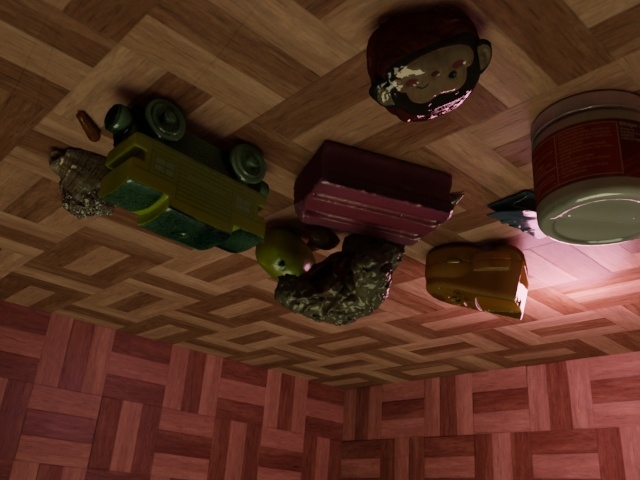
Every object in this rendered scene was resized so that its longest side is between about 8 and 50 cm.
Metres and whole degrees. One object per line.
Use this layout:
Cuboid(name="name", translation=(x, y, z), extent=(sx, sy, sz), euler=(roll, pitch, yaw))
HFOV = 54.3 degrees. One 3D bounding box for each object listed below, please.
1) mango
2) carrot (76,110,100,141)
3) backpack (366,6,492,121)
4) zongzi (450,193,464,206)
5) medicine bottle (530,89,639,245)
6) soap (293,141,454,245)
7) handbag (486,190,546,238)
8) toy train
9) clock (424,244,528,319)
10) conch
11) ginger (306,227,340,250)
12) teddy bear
Cuboid(name="mango", translation=(-0.097, 0.060, 1.932), extent=(0.185, 0.149, 0.273), euler=(35, 174, 26))
Cuboid(name="carrot", translation=(-0.542, -0.264, 1.459), extent=(0.032, 0.032, 0.093), euler=(1, 151, 6))
Cuboid(name="backpack", translation=(0.188, -0.306, 1.127), extent=(0.229, 0.139, 0.229), euler=(-11, 149, -7))
Cuboid(name="zongzi", translation=(0.355, -0.100, 1.680), extent=(0.083, 0.040, 0.076), euler=(-23, 155, 15))
Cuboid(name="medicine bottle", translation=(0.573, -0.141, 1.293), extent=(0.252, 0.241, 0.252), euler=(3, 157, 1))
Cuboid(name="soap", translation=(0.127, -0.106, 1.581), extent=(0.359, 0.128, 0.233), euler=(12, 153, -18))
Cuboid(name="handbag", translation=(0.576, -0.063, 1.702), extent=(0.221, 0.057, 0.144), euler=(17, 160, -29))
Cuboid(name="toy train", translation=(-0.299, -0.131, 1.423), extent=(0.179, 0.272, 0.442), euler=(-21, 146, 39))
Cuboid(name="clock", translation=(0.486, 0.120, 1.975), extent=(0.317, 0.200, 0.244), euler=(3, 154, 23))
Cuboid(name="conch", translation=(-0.612, -0.149, 1.643), extent=(0.178, 0.163, 0.245), euler=(-31, 131, 1))
Cuboid(name="ginger", translation=(0.009, 0.001, 1.920), extent=(0.096, 0.067, 0.165), euler=(6, 169, -6))
Cuboid(name="teddy bear", translation=(0.087, 0.073, 1.785), extent=(0.357, 0.367, 0.224), euler=(-20, 118, 29))
